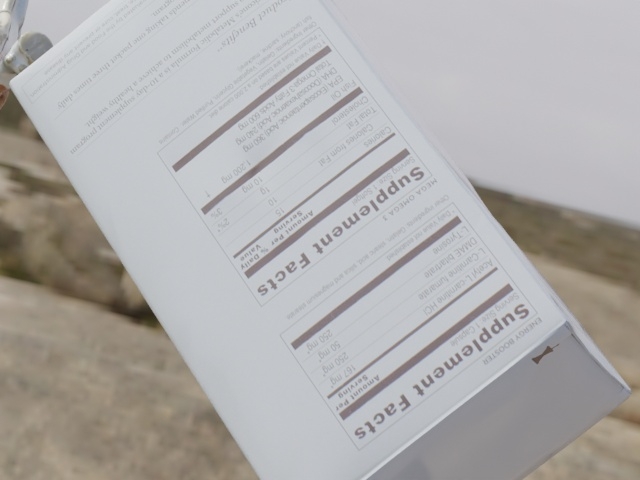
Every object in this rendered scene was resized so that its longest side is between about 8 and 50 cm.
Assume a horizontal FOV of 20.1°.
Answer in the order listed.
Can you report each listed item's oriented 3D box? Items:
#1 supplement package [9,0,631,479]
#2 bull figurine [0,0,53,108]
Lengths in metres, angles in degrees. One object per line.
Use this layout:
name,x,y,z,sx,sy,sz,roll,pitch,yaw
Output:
supplement package,0.000,0.000,0.778,0.244,0.134,0.139,55,7,26
bull figurine,-0.280,-0.094,1.196,0.101,0.310,0.188,50,-23,-8
